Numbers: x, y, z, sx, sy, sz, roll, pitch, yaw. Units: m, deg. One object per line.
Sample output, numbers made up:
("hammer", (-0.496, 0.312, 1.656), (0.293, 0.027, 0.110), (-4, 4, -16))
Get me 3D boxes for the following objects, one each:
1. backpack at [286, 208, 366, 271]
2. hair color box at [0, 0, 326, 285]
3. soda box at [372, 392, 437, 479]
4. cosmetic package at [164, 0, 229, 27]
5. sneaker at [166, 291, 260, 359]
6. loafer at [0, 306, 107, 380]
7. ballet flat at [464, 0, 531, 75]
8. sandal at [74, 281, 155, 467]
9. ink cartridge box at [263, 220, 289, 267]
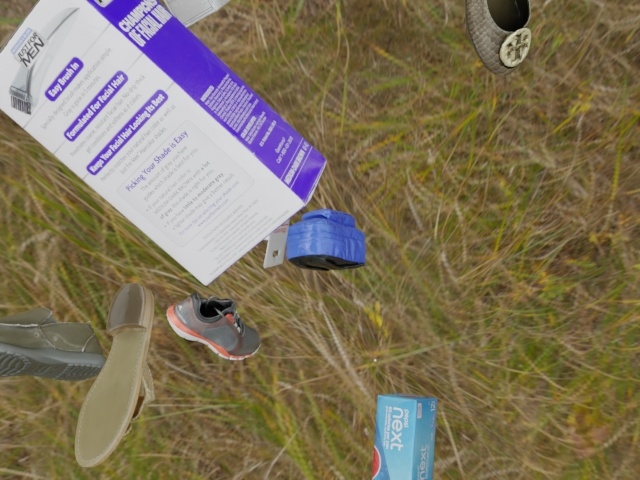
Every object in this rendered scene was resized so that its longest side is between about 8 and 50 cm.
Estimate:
("backpack", (0.000, 0.000, 1.535), (0.098, 0.120, 0.101), (-16, 75, 39))
("hair color box", (-0.181, -0.128, 1.043), (0.339, 0.110, 0.185), (42, 126, -15))
("soda box", (0.124, 0.339, 1.432), (0.071, 0.067, 0.210), (2, 86, 36))
("cosmetic package", (-0.148, -0.347, 1.211), (0.060, 0.239, 0.099), (-23, 108, 19))
("sneaker", (-0.124, 0.109, 1.241), (0.065, 0.158, 0.061), (-42, 51, 20))
("loafer", (-0.422, 0.142, 1.349), (0.094, 0.251, 0.087), (-32, 57, 33))
("ballet flat", (0.197, -0.295, 1.023), (0.084, 0.058, 0.250), (-31, 123, -34))
("sandal", (-0.236, 0.177, 1.207), (0.088, 0.079, 0.240), (-9, 60, 32))
("ink cartridge box", (-0.079, -0.058, 1.332), (0.061, 0.104, 0.181), (10, 94, 12))
